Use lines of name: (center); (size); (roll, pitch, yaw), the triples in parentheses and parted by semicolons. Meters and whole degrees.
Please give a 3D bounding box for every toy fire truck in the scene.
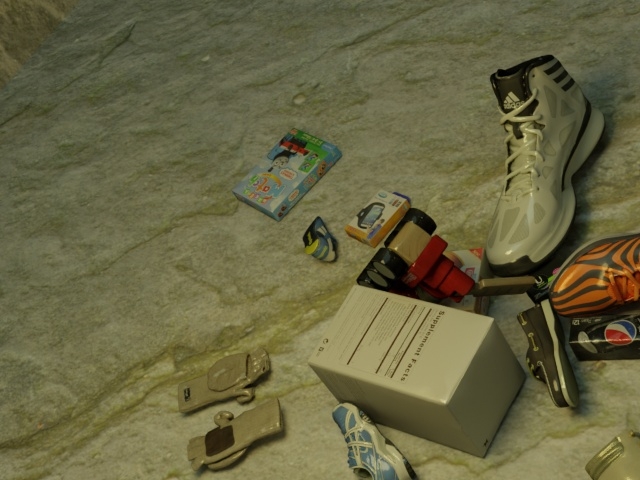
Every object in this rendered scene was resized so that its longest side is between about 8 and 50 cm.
toy fire truck: (0.216, 0.066, 1.913); (0.246, 0.217, 0.158); (37, 73, 3)

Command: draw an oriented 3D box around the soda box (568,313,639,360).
soda box: (0.496, 0.157, 1.811); (0.169, 0.060, 0.053); (-6, 50, 28)

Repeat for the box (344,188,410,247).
box: (0.122, -0.052, 2.276); (0.081, 0.028, 0.136); (26, 69, 45)

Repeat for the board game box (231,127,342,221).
board game box: (-0.077, -0.151, 2.489); (0.211, 0.039, 0.160); (-48, 43, -14)

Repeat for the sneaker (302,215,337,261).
sneaker: (0.000, 0.000, 2.291); (0.053, 0.059, 0.144); (-55, 18, 23)

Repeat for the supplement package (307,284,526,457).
supplement package: (0.163, 0.216, 1.880); (0.293, 0.177, 0.175); (13, 59, 39)

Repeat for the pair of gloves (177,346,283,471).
pair of gloves: (-0.170, 0.320, 2.100); (0.204, 0.042, 0.240); (-31, 39, 9)

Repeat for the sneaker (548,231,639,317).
sneaker: (0.531, 0.054, 1.799); (0.321, 0.124, 0.180); (-27, 17, 9)

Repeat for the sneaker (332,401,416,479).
sneaker: (0.072, 0.351, 1.884); (0.081, 0.080, 0.211); (-39, 41, -8)

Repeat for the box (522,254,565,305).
box: (0.406, 0.078, 1.951); (0.083, 0.052, 0.062); (-34, 42, 2)

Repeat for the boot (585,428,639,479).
boot: (0.510, 0.337, 1.623); (0.213, 0.077, 0.165); (-31, 39, 5)

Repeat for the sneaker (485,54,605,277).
sneaker: (0.358, -0.162, 2.034); (0.169, 0.257, 0.447); (-10, 42, 45)

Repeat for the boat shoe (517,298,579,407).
boat shoe: (0.375, 0.195, 1.844); (0.069, 0.081, 0.228); (-22, 35, 17)

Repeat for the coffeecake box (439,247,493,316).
coffeecake box: (0.215, 0.096, 2.044); (0.185, 0.068, 0.142); (-7, 48, 27)
